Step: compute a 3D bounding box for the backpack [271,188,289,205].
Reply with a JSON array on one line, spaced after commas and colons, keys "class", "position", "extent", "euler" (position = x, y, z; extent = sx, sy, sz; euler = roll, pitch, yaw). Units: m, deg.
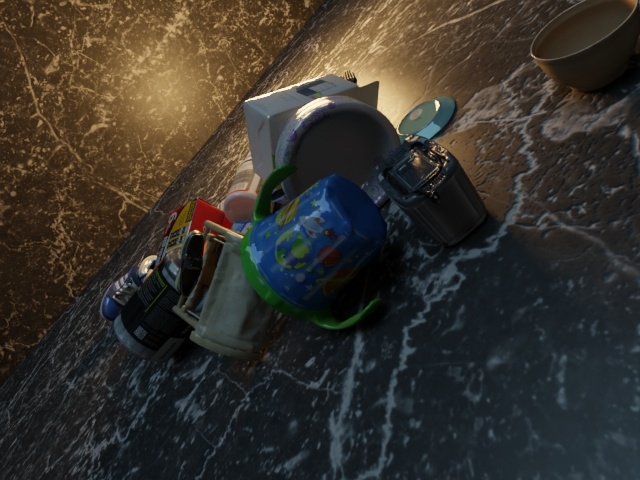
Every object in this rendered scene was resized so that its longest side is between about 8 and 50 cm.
[{"class": "backpack", "position": [-0.063, -0.162, 1.214], "extent": [0.173, 0.117, 0.158], "euler": [-29, 35, 29]}]

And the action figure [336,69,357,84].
[{"class": "action figure", "position": [0.053, -0.489, 1.427], "extent": [0.164, 0.141, 0.276], "euler": [-24, 34, 33]}]

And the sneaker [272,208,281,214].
[{"class": "sneaker", "position": [-0.078, -0.048, 1.122], "extent": [0.282, 0.102, 0.161], "euler": [-19, 38, 40]}]

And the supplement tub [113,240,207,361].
[{"class": "supplement tub", "position": [-0.412, 0.165, 1.173], "extent": [0.338, 0.207, 0.207], "euler": [-48, 30, 10]}]

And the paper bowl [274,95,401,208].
[{"class": "paper bowl", "position": [0.034, -0.189, 0.952], "extent": [0.284, 0.284, 0.148], "euler": [-43, 31, 8]}]

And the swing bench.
[{"class": "swing bench", "position": [-0.213, 0.110, 0.971], "extent": [0.254, 0.165, 0.253], "euler": [21, 92, 59]}]

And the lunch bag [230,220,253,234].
[{"class": "lunch bag", "position": [-0.234, 0.012, 1.265], "extent": [0.151, 0.096, 0.129], "euler": [7, 57, 39]}]

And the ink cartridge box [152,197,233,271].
[{"class": "ink cartridge box", "position": [-0.445, 0.024, 1.416], "extent": [0.272, 0.130, 0.309], "euler": [-18, 55, 40]}]

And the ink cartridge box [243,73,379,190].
[{"class": "ink cartridge box", "position": [-0.013, -0.304, 1.079], "extent": [0.353, 0.207, 0.119], "euler": [-28, 49, -27]}]

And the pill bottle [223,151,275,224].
[{"class": "pill bottle", "position": [-0.222, -0.186, 1.405], "extent": [0.161, 0.161, 0.283], "euler": [-27, 35, 32]}]

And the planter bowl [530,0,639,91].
[{"class": "planter bowl", "position": [0.481, -0.341, 0.726], "extent": [0.162, 0.109, 0.162], "euler": [-32, 34, 25]}]

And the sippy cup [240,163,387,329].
[{"class": "sippy cup", "position": [0.000, 0.000, 0.793], "extent": [0.224, 0.305, 0.240], "euler": [-42, 17, 30]}]

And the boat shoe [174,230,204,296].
[{"class": "boat shoe", "position": [-0.290, 0.055, 0.922], "extent": [0.049, 0.056, 0.152], "euler": [27, 107, 48]}]

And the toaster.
[{"class": "toaster", "position": [0.207, -0.089, 0.750], "extent": [0.129, 0.146, 0.227], "euler": [-43, 30, 10]}]

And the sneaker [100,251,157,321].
[{"class": "sneaker", "position": [-0.785, 0.196, 1.714], "extent": [0.236, 0.130, 0.323], "euler": [-12, 40, 51]}]

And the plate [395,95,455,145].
[{"class": "plate", "position": [0.262, -0.316, 1.068], "extent": [0.188, 0.024, 0.188], "euler": [-33, 34, 26]}]

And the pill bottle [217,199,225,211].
[{"class": "pill bottle", "position": [-0.326, -0.120, 1.528], "extent": [0.169, 0.094, 0.094], "euler": [-28, 35, 31]}]
